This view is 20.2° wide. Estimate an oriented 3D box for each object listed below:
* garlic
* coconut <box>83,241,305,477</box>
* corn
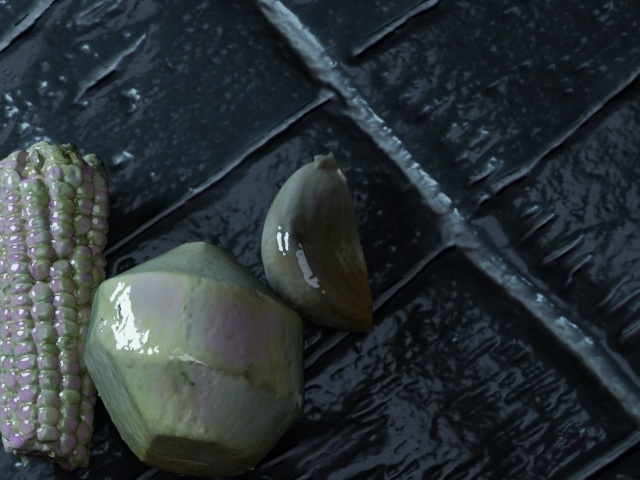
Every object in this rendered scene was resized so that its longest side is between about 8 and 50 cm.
[{"bbox_3d":[-0.011,0.008,1.867,0.101,0.087,0.195,-6,70,-19],"label":"garlic"},{"bbox_3d":[-0.119,0.108,1.764,0.197,0.237,0.236,-10,70,31],"label":"coconut"},{"bbox_3d":[-0.274,0.065,1.822,0.127,0.126,0.335,-1,79,-3],"label":"corn"}]
